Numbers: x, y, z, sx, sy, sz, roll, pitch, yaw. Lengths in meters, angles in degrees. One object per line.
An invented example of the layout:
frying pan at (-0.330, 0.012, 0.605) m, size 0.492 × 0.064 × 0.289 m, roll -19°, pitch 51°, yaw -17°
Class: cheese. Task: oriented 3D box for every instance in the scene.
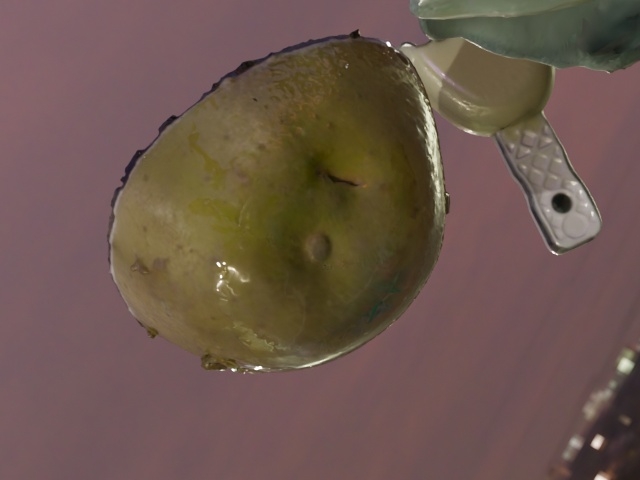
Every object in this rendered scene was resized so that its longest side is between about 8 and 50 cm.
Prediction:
cheese at (0.143, -0.101, 1.185) m, size 0.127 × 0.235 × 0.050 m, roll -26°, pitch -9°, yaw -7°

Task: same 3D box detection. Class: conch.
conch at (0.093, -0.095, 0.442) m, size 0.180 × 0.065 × 0.088 m, roll -29°, pitch -10°, yaw -17°

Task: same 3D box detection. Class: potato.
potato at (0.000, 0.000, 0.836) m, size 0.202 × 0.117 × 0.182 m, roll -28°, pitch -46°, yaw -19°
